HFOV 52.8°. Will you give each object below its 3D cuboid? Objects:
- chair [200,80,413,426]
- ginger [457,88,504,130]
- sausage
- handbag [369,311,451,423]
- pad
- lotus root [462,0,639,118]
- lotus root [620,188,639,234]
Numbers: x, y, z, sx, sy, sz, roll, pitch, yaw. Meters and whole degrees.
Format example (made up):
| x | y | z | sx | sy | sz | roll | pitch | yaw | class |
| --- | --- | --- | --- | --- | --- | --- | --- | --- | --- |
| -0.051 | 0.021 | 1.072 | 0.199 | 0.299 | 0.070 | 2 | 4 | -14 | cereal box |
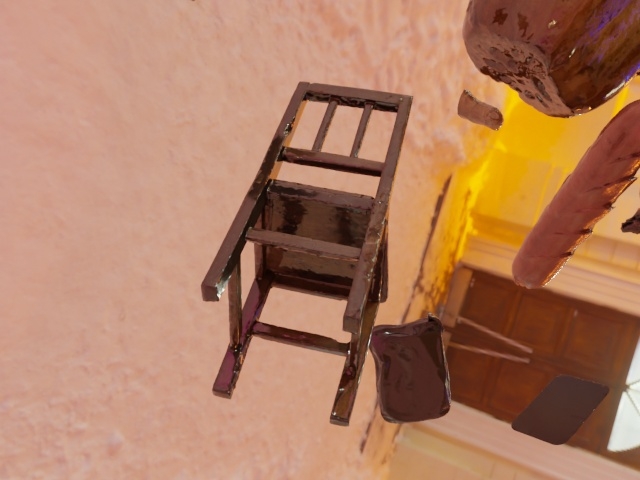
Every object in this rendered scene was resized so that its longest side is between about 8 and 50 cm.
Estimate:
| x | y | z | sx | sy | sz | roll | pitch | yaw | class |
| --- | --- | --- | --- | --- | --- | --- | --- | --- | --- |
| 0.000 | 0.000 | 0.895 | 0.240 | 0.203 | 0.416 | 90 | 14 | -46 | chair |
| 0.271 | -0.219 | 1.101 | 0.044 | 0.137 | 0.057 | -18 | 125 | -13 | ginger |
| 0.398 | -0.059 | 0.980 | 0.087 | 0.088 | 0.433 | -57 | 170 | -37 | sausage |
| 0.229 | 0.331 | 1.651 | 0.075 | 0.192 | 0.332 | -89 | 169 | -62 | handbag |
| 0.683 | 0.466 | 1.634 | 0.250 | 0.323 | 0.055 | -33 | 130 | -29 | pad |
| 0.367 | -0.341 | 1.042 | 0.250 | 0.316 | 0.316 | -51 | 153 | -15 | lotus root |
| 0.573 | -0.077 | 1.004 | 0.118 | 0.125 | 0.221 | 14 | 125 | -39 | lotus root |
